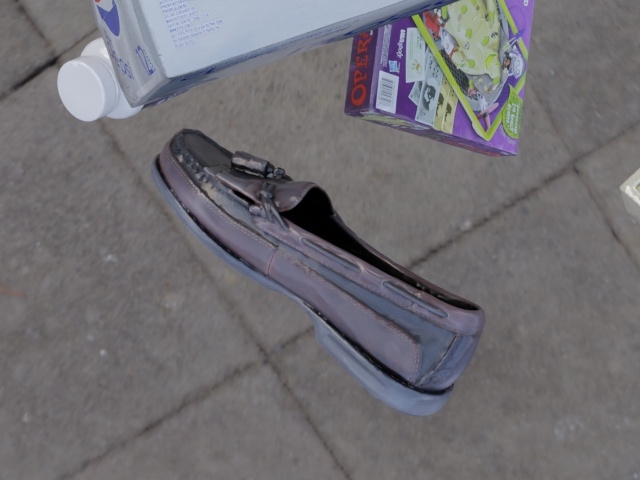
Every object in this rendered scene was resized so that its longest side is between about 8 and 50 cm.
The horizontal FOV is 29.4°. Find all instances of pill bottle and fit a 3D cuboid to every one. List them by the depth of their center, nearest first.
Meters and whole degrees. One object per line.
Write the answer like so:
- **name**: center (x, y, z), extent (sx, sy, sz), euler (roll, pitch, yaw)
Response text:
- **pill bottle**: center (-0.214, -0.193, 1.384), extent (0.094, 0.169, 0.094), euler (17, 121, 30)

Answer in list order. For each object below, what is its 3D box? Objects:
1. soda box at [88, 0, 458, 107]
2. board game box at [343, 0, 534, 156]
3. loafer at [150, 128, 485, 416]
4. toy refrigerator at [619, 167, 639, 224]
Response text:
- **soda box**: center (0.037, -0.150, 0.552), extent (0.286, 0.098, 0.091), euler (-21, 95, -17)
- **board game box**: center (0.133, -0.272, 1.211), extent (0.208, 0.056, 0.346), euler (11, 83, -34)
- **loafer**: center (0.000, 0.000, 0.923), extent (0.302, 0.109, 0.095), euler (42, 117, 19)
- **toy refrigerator**: center (0.471, -0.105, 1.362), extent (0.269, 0.094, 0.102), euler (-42, 62, 1)
